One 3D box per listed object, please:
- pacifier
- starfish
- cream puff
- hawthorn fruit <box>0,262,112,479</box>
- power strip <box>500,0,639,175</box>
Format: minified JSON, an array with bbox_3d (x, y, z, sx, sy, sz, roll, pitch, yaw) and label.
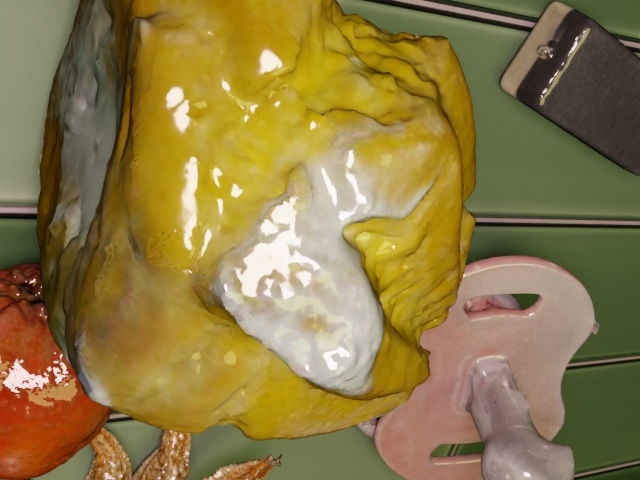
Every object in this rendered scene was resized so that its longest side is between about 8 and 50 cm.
[{"bbox_3d":[0.185,0.168,1.176,0.220,0.273,0.332,-29,138,-42],"label":"pacifier"},{"bbox_3d":[-0.161,0.288,1.067,0.302,0.084,0.293,16,108,-32],"label":"starfish"},{"bbox_3d":[-0.034,-0.035,0.724,0.276,0.378,0.378,6,118,-25],"label":"cream puff"},{"bbox_3d":[-0.253,0.144,0.874,0.165,0.165,0.285,-8,141,-34],"label":"hawthorn fruit"},{"bbox_3d":[0.290,-0.156,1.120,0.257,0.070,0.105,20,104,-47],"label":"power strip"}]
